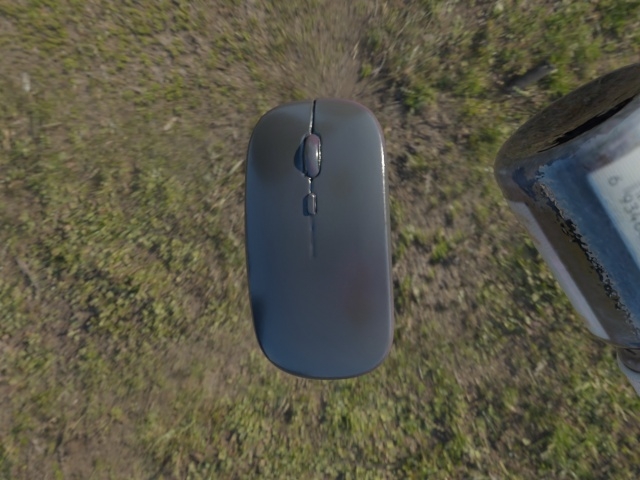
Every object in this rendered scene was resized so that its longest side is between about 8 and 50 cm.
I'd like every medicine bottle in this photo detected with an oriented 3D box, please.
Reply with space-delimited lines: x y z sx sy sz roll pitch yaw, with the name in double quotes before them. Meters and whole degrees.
"medicine bottle" 0.271 0.009 0.744 0.165 0.165 0.273 -33 104 5

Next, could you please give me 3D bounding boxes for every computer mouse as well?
"computer mouse" 0.000 0.001 0.755 0.120 0.057 0.232 0 94 11
